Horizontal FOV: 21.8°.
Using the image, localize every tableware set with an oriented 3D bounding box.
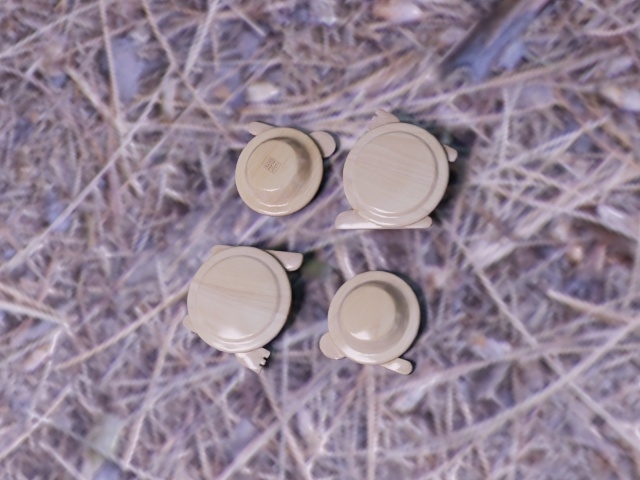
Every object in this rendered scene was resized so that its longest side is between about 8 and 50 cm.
[{"bbox_3d":[0.000,0.000,0.975,0.141,0.020,0.168,11,79,19],"label":"tableware set"}]
